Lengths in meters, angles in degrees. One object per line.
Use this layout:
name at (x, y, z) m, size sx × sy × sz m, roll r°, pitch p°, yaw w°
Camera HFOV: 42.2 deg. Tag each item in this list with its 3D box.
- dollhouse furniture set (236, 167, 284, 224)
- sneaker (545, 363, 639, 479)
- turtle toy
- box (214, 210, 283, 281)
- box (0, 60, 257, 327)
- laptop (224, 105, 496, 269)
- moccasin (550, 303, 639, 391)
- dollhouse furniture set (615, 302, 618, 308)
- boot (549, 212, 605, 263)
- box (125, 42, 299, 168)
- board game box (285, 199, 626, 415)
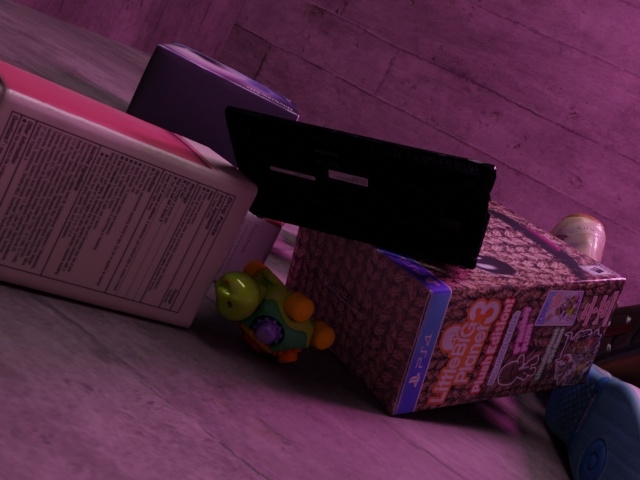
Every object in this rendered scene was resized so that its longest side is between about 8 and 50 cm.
dollhouse furniture set at (-0.024, -0.033, 1.196) m, size 0.242 × 0.160 × 0.212 m, roll -7°, pitch 2°, yaw 14°
sneaker at (0.386, 0.241, 0.924) m, size 0.208 × 0.127 × 0.319 m, roll 26°, pitch 11°, yaw 0°
turtle toy at (-0.051, 0.067, 0.776) m, size 0.095 × 0.066 × 0.130 m, roll 33°, pitch -15°, yaw 43°
box at (-0.137, -0.026, 0.979) m, size 0.171 × 0.091 × 0.130 m, roll 26°, pitch 10°, yaw -5°
box at (-0.200, -0.038, 0.719) m, size 0.232 × 0.148 × 0.127 m, roll 21°, pitch 12°, yaw -37°
laptop at (0.055, -0.069, 0.814) m, size 0.234 × 0.136 × 0.264 m, roll 14°, pitch -28°, yaw 12°
moccasin at (0.435, 0.156, 1.100) m, size 0.147 × 0.139 × 0.380 m, roll 42°, pitch -32°, yaw -6°
dollhouse furniture set at (0.431, 0.144, 1.408) m, size 0.076 × 0.152 × 0.058 m, roll 63°, pitch -1°, yaw 37°
boot at (0.305, 0.110, 1.128) m, size 0.095 × 0.262 × 0.203 m, roll 28°, pitch 29°, yaw 1°
box at (-0.209, -0.255, 1.670) m, size 0.296 × 0.182 × 0.294 m, roll 26°, pitch 12°, yaw -9°
board game box at (0.145, 0.058, 0.941) m, size 0.291 × 0.141 × 0.232 m, roll -1°, pitch 26°, yaw -34°
